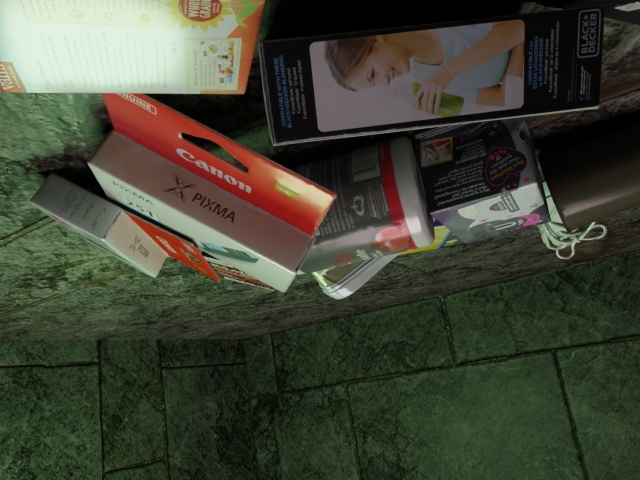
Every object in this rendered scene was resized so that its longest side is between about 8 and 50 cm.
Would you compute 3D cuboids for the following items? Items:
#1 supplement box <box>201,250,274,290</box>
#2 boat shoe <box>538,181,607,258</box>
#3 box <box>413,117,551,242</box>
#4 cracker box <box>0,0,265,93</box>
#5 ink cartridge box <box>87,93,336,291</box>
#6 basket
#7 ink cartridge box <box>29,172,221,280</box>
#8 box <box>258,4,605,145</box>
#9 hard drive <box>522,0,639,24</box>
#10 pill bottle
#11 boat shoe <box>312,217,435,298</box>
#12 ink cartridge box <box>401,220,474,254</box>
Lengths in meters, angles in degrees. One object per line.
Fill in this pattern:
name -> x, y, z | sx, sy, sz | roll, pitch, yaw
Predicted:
supplement box -> -0.171, 0.046, 1.203 | 0.130, 0.073, 0.239 | 13, 165, 6
boat shoe -> 0.561, -0.039, 1.217 | 0.136, 0.156, 0.367 | -12, 165, 10
box -> 0.276, -0.097, 0.880 | 0.163, 0.142, 0.247 | -15, 164, 24
cracker box -> -0.170, -0.191, 0.440 | 0.232, 0.067, 0.155 | -5, 163, -17
ink cartridge box -> -0.147, -0.052, 0.675 | 0.296, 0.066, 0.261 | 28, 160, -1
basket -> 0.515, -0.123, 0.916 | 0.227, 0.154, 0.204 | -22, 176, 27
ink cartridge box -> -0.299, 0.010, 0.878 | 0.239, 0.060, 0.275 | 27, 166, 6
box -> 0.088, -0.160, 0.517 | 0.290, 0.087, 0.169 | -7, -162, -5
hard drive -> 0.336, -0.228, 0.421 | 0.339, 0.064, 0.237 | -1, -170, -23
pill bottle -> 0.010, -0.043, 0.864 | 0.319, 0.176, 0.176 | -13, 164, 17
boat shoe -> 0.106, -0.021, 0.974 | 0.094, 0.302, 0.109 | 49, 173, -31
ink cartridge box -> 0.247, -0.036, 1.229 | 0.304, 0.072, 0.307 | -8, 167, 1
